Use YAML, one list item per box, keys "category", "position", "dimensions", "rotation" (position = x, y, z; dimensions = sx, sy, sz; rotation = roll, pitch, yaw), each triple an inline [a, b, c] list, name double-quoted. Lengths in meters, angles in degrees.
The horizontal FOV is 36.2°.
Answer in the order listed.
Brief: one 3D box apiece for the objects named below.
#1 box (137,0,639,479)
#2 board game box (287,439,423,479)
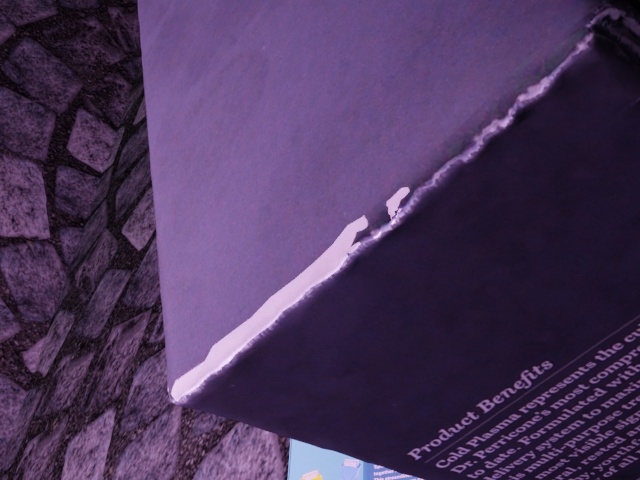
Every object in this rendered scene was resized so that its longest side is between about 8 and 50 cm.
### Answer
- category: "box"
  position: [0.148, -0.087, 0.697]
  dimensions: [0.297, 0.472, 0.479]
  rotation: [-42, 40, 27]
- category: "board game box"
  position: [0.098, 0.248, 0.814]
  dimensions: [0.254, 0.079, 0.336]
  rotation: [-12, 43, 16]
